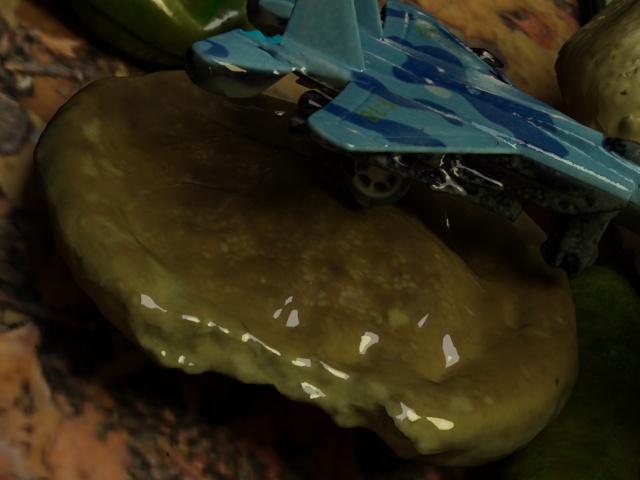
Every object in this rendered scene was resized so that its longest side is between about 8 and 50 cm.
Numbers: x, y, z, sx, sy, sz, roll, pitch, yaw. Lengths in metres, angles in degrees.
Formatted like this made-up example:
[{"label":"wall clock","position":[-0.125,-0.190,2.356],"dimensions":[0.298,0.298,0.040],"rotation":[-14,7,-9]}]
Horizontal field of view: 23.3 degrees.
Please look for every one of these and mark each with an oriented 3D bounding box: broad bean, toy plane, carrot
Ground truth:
[{"label":"broad bean","position":[-0.116,-0.136,0.686],"dimensions":[0.214,0.048,0.070],"rotation":[28,45,-16]},{"label":"toy plane","position":[0.072,-0.038,0.628],"dimensions":[0.246,0.078,0.169],"rotation":[33,27,-3]},{"label":"carrot","position":[0.094,0.111,0.625],"dimensions":[0.074,0.074,0.358],"rotation":[37,37,-6]}]

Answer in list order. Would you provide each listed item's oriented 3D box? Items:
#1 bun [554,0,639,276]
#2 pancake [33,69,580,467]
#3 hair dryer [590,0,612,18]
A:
[{"label":"bun","position":[0.243,-0.044,0.787],"dimensions":[0.259,0.152,0.259],"rotation":[37,32,-28]},{"label":"pancake","position":[0.000,-0.001,0.629],"dimensions":[0.236,0.042,0.222],"rotation":[32,34,10]},{"label":"hair dryer","position":[0.172,-0.151,0.938],"dimensions":[0.100,0.057,0.197],"rotation":[17,52,-25]}]
